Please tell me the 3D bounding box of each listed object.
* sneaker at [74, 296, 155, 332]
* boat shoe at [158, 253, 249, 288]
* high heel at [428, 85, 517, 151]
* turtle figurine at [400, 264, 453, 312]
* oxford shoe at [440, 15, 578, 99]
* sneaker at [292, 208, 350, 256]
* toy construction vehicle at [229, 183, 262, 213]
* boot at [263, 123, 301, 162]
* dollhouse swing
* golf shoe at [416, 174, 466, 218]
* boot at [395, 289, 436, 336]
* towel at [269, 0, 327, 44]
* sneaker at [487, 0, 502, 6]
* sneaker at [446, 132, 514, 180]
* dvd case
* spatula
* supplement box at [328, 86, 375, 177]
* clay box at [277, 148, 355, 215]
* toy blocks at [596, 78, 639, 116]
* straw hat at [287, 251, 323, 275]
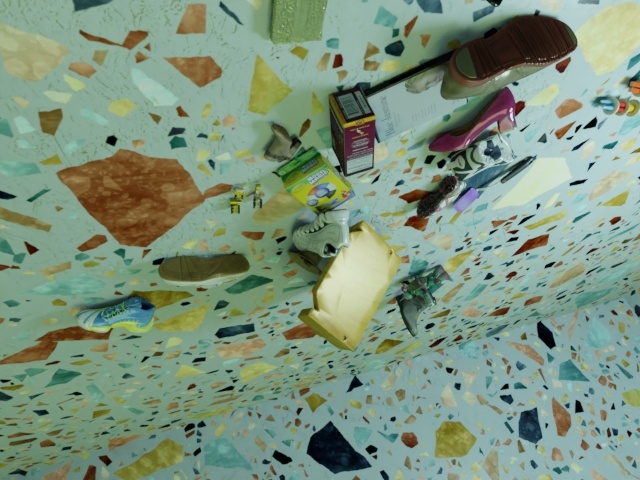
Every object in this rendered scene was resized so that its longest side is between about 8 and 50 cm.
[{"bbox_3d":[-0.635,0.221,1.594,0.240,0.091,0.126,11,119,-40],"label":"sneaker"},{"bbox_3d":[-0.355,0.107,1.541,0.277,0.098,0.096,-2,144,-30],"label":"boat shoe"},{"bbox_3d":[0.399,-0.319,1.356,0.244,0.082,0.117,-15,119,18],"label":"high heel"},{"bbox_3d":[0.427,0.199,2.097,0.234,0.175,0.118,-37,123,10],"label":"turtle figurine"},{"bbox_3d":[0.427,-0.418,1.171,0.348,0.123,0.130,-19,169,-14],"label":"oxford shoe"},{"bbox_3d":[0.000,0.000,1.507,0.110,0.118,0.292,-11,171,-26],"label":"sneaker"},{"bbox_3d":[-0.199,-0.114,1.354,0.086,0.035,0.098,-2,143,-9],"label":"toy construction vehicle"},{"bbox_3d":[-0.104,-0.227,1.219,0.087,0.042,0.118,-33,146,25],"label":"boot"},{"bbox_3d":[0.045,0.145,1.686,0.315,0.346,0.305,43,159,-32],"label":"dollhouse swing"},{"bbox_3d":[0.391,-0.129,1.630,0.086,0.067,0.186,9,138,-42],"label":"golf shoe"},{"bbox_3d":[0.422,0.290,2.165,0.161,0.246,0.083,-23,122,9],"label":"boot"},{"bbox_3d":[-0.040,-0.433,0.945,0.110,0.027,0.148,-10,149,-15],"label":"towel"},{"bbox_3d":[0.238,-0.490,0.865,0.316,0.182,0.127,-16,147,-8],"label":"sneaker"},{"bbox_3d":[0.456,-0.240,1.485,0.153,0.094,0.235,-16,-172,46],"label":"sneaker"},{"bbox_3d":[0.237,-0.349,1.241,0.253,0.022,0.180,-23,149,6],"label":"dvd case"},{"bbox_3d":[0.575,-0.187,1.681,0.296,0.030,0.084,-32,148,19],"label":"spatula"},{"bbox_3d":[0.077,-0.256,1.214,0.081,0.104,0.188,-17,149,-6],"label":"supplement box"},{"bbox_3d":[-0.010,-0.153,1.376,0.127,0.053,0.222,-30,149,17],"label":"clay box"},{"bbox_3d":[0.893,-0.418,1.479,0.148,0.054,0.123,-3,146,-25],"label":"toy blocks"},{"bbox_3d":[-0.032,0.056,1.668,0.061,0.145,0.144,-57,152,-15],"label":"straw hat"}]
